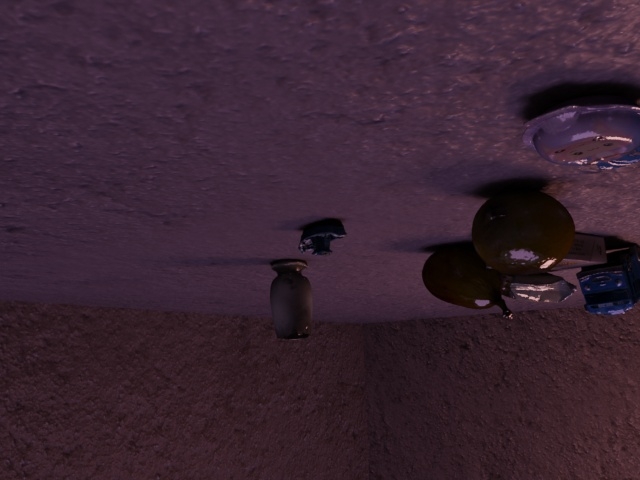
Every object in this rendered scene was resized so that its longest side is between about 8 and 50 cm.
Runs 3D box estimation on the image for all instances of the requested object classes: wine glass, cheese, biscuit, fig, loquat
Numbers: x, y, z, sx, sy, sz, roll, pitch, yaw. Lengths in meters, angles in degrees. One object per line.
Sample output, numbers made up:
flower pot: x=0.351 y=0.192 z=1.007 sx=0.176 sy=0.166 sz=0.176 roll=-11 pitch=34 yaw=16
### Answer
wine glass: x=-0.076 y=0.153 z=1.639 sx=0.111 sy=0.205 sz=0.111 roll=-4 pitch=165 yaw=-1
cheese: x=0.326 y=-0.118 z=0.728 sx=0.244 sy=0.052 sz=0.135 roll=8 pitch=165 yaw=-39
biscuit: x=0.485 y=0.098 z=1.613 sx=0.185 sy=0.079 sz=0.309 roll=6 pitch=-172 yaw=-14
fig: x=0.359 y=0.104 z=1.466 sx=0.170 sy=0.146 sz=0.274 roll=10 pitch=-163 yaw=-30
loquat: x=0.336 y=-0.013 z=1.033 sx=0.195 sy=0.152 sz=0.152 roll=17 pitch=160 yaw=-35

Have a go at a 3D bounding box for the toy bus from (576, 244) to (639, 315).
toy bus: x=0.714 y=0.096 z=1.524 sx=0.116 sy=0.134 sz=0.233 roll=-14 pitch=-179 yaw=39

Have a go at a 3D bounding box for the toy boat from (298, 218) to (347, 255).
toy boat: x=0.000 y=0.000 z=1.241 sx=0.060 sy=0.061 sz=0.137 roll=7 pitch=167 yaw=-36

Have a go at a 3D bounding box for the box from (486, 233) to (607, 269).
box: x=0.511 y=0.027 z=1.430 sx=0.242 sy=0.067 sz=0.155 roll=5 pitch=168 yaw=-32
